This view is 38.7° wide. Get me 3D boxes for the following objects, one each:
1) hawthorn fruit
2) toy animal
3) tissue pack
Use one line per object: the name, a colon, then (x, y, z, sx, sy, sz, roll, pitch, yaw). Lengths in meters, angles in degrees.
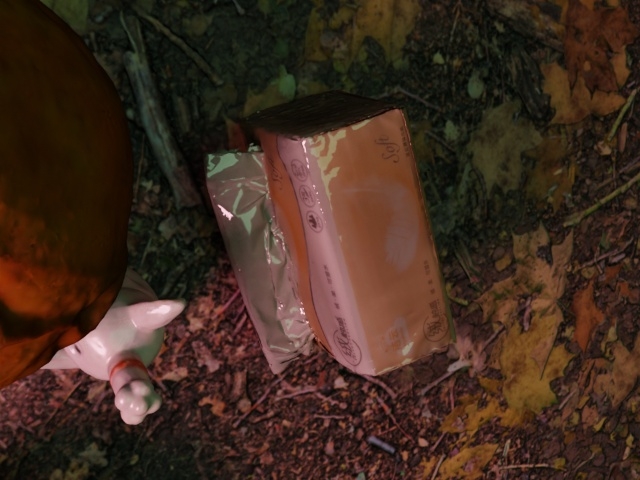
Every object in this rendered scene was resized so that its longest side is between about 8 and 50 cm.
hawthorn fruit: (-0.375, -0.041, 0.758, 0.472, 0.472, 0.472, -7, 105, -27)
toy animal: (-0.229, 0.087, 0.960, 0.138, 0.282, 0.140, 21, 89, -15)
tissue pack: (0.000, 0.000, 1.088, 0.238, 0.238, 0.305, -25, 113, -22)
